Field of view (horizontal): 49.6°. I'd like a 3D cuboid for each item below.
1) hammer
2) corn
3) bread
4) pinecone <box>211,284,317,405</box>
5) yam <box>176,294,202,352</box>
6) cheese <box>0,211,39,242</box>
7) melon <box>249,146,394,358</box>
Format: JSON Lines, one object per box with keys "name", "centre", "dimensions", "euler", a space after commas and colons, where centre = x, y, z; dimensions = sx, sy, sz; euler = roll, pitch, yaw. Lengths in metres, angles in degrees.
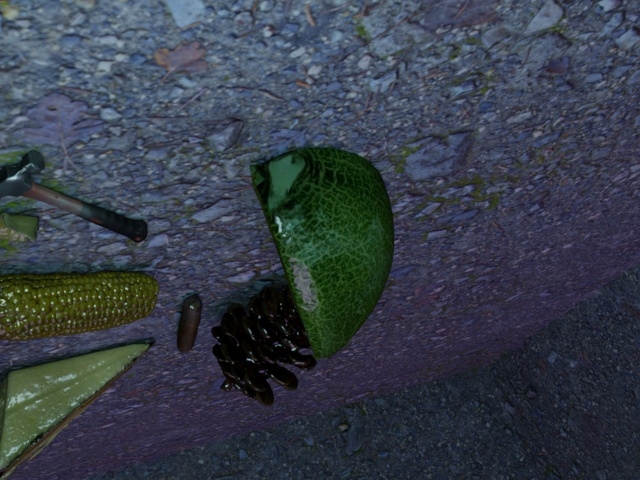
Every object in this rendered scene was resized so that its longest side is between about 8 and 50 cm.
{"name": "hammer", "centre": [-0.342, -0.045, 0.988], "dimensions": [0.111, 0.033, 0.288], "euler": [-28, 156, 17]}
{"name": "corn", "centre": [-0.424, 0.108, 1.170], "dimensions": [0.318, 0.115, 0.115], "euler": [0, 150, -39]}
{"name": "bread", "centre": [-0.590, 0.416, 1.594], "dimensions": [0.405, 0.242, 0.345], "euler": [-4, 156, -26]}
{"name": "pinecone", "centre": [-0.112, 0.223, 1.545], "dimensions": [0.309, 0.244, 0.244], "euler": [-42, 151, 18]}
{"name": "yam", "centre": [-0.290, 0.186, 1.531], "dimensions": [0.046, 0.046, 0.264], "euler": [-11, 156, -20]}
{"name": "cheese", "centre": [-0.420, -0.020, 0.963], "dimensions": [0.060, 0.041, 0.084], "euler": [12, 171, -36]}
{"name": "melon", "centre": [0.000, 0.000, 1.171], "dimensions": [0.331, 0.226, 0.343], "euler": [-58, 161, -12]}
